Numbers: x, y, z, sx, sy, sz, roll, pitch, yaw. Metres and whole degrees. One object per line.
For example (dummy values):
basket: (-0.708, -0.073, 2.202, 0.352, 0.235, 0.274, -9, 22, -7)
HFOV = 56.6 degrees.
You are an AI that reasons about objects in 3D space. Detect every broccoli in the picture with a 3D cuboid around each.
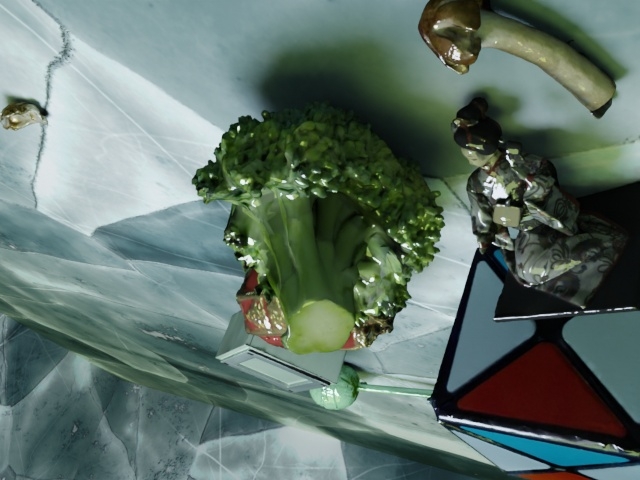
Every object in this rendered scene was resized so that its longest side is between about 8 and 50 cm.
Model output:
broccoli: (0.005, -0.018, 0.645, 0.288, 0.235, 0.260, 24, -174, -25)

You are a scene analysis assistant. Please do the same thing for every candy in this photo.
candy: (0.180, 0.359, 1.432, 0.439, 0.119, 0.119, -2, 148, 22)

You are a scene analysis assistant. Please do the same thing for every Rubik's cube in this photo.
Rubik's cube: (0.318, 0.161, 0.738, 0.250, 0.248, 0.246, -2, 147, 40)

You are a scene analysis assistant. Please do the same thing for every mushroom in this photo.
mushroom: (0.163, -0.141, 0.471, 0.187, 0.061, 0.060, 21, 150, -12)

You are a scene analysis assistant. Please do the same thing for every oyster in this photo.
oyster: (-0.430, -0.177, 0.852, 0.093, 0.034, 0.051, -4, 164, 21)

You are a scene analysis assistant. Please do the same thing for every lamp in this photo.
lamp: (-0.004, 0.083, 0.905, 0.274, 0.177, 0.177, -10, 142, 45)

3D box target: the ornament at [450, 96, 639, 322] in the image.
ornament: (0.187, -0.041, 0.570, 0.196, 0.153, 0.166, 42, 148, -21)

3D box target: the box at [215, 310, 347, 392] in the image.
box: (-0.091, 0.251, 1.358, 0.225, 0.117, 0.225, 27, 154, -16)
